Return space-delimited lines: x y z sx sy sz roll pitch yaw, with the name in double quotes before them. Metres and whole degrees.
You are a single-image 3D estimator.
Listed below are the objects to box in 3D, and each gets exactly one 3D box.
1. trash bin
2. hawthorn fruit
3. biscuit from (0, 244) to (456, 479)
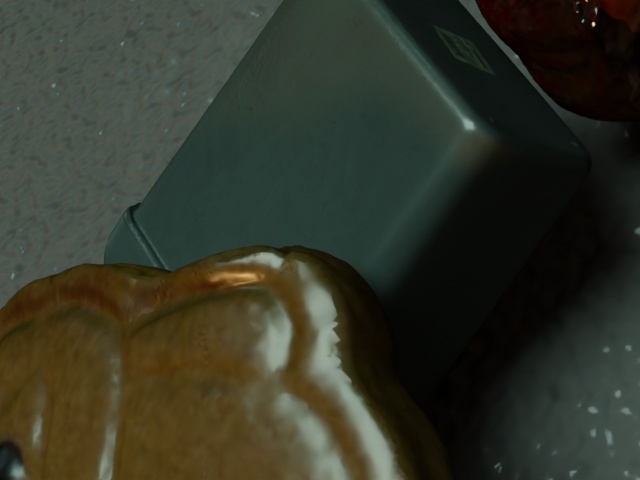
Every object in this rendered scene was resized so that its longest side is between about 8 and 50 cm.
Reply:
"trash bin" 0.000 0.000 0.906 0.236 0.101 0.177 -55 45 23
"hawthorn fruit" 0.168 -0.151 0.880 0.185 0.185 0.202 -11 37 38
"biscuit" -0.096 0.163 0.856 0.381 0.074 0.359 17 91 42
